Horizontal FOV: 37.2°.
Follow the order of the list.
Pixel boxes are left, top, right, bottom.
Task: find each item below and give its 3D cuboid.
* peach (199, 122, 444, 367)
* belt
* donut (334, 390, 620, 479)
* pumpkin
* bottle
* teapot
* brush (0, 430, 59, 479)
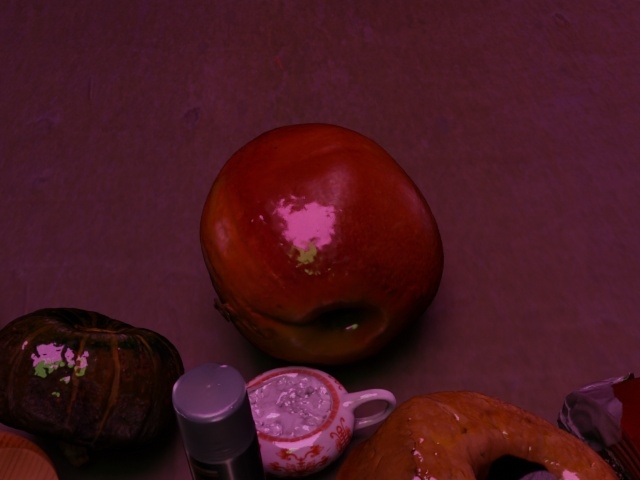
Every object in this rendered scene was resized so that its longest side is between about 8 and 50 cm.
[{"bbox_3d":[0.000,-0.002,1.336,0.372,0.290,0.372,-2,44,2],"label":"peach"},{"bbox_3d":[0.369,0.280,1.039,0.115,0.227,0.324,-10,30,-9],"label":"belt"},{"bbox_3d":[0.175,0.283,0.938,0.317,0.150,0.299,0,42,-45],"label":"donut"},{"bbox_3d":[-0.302,0.193,1.214,0.260,0.189,0.260,11,2,0],"label":"pumpkin"},{"bbox_3d":[-0.105,0.256,1.066,0.082,0.286,0.082,-3,43,3],"label":"bottle"},{"bbox_3d":[-0.024,0.230,1.220,0.245,0.116,0.159,-13,30,-5],"label":"teapot"},{"bbox_3d":[-0.438,0.340,1.120,0.166,0.174,0.266,7,66,43],"label":"brush"}]
